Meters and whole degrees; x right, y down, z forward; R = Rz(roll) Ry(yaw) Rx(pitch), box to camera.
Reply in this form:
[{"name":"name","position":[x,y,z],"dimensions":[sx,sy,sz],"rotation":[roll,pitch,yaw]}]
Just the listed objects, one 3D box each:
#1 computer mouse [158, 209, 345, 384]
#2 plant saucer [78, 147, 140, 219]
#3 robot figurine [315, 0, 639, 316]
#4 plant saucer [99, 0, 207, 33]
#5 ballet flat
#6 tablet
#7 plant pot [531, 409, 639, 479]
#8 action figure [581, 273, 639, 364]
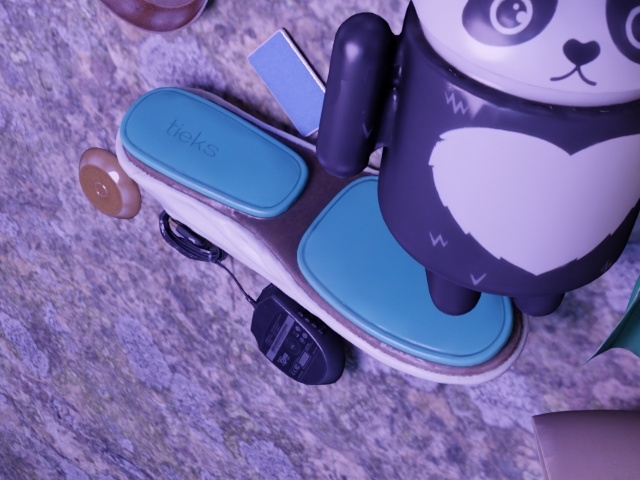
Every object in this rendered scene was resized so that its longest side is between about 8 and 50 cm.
[{"name":"computer mouse","position":[-0.064,0.046,1.055],"dimensions":[0.242,0.041,0.071],"rotation":[45,131,15]},{"name":"plant saucer","position":[-0.219,-0.054,1.122],"dimensions":[0.083,0.015,0.083],"rotation":[23,134,26]},{"name":"robot figurine","position":[0.126,-0.076,0.677],"dimensions":[0.173,0.209,0.278],"rotation":[39,141,30]},{"name":"plant saucer","position":[-0.145,-0.251,0.892],"dimensions":[0.168,0.029,0.168],"rotation":[24,134,27]},{"name":"ballet flat","position":[0.000,0.000,0.907],"dimensions":[0.400,0.139,0.139],"rotation":[31,137,25]},{"name":"tablet","position":[-0.022,-0.127,0.898],"dimensions":[0.083,0.006,0.054],"rotation":[54,140,-6]},{"name":"plant pot","position":[0.272,0.242,0.767],"dimensions":[0.190,0.284,0.284],"rotation":[-14,116,8]},{"name":"action figure","position":[0.256,-0.005,0.681],"dimensions":[0.063,0.137,0.232],"rotation":[-115,25,-51]}]
